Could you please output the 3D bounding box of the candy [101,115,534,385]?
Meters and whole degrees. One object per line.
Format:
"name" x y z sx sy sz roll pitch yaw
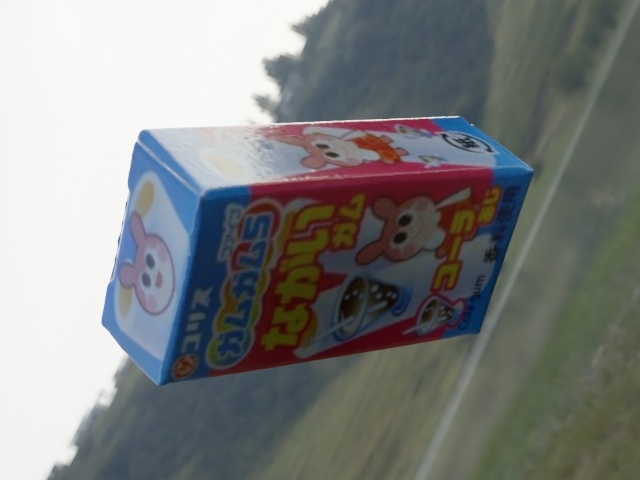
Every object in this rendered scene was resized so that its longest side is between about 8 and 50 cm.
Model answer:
"candy" 0.001 0.001 1.114 0.306 0.100 0.157 -5 -57 -36
